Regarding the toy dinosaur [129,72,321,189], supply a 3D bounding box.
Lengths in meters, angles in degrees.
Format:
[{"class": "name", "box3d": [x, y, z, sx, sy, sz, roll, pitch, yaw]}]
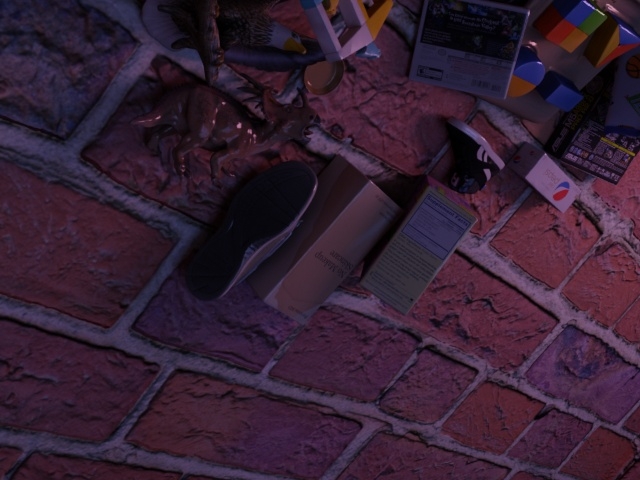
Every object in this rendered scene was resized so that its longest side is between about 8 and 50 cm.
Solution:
[{"class": "toy dinosaur", "box3d": [-0.169, -0.203, 1.286, 0.295, 0.127, 0.200, 17, 107, -32]}]

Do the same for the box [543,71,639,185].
[{"class": "box", "box3d": [0.682, -0.264, 1.862, 0.270, 0.060, 0.216, 13, 113, -40]}]

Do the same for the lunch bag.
[{"class": "lunch bag", "box3d": [0.819, -0.371, 1.714, 0.385, 0.239, 0.328, -5, 108, -51]}]

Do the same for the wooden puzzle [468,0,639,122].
[{"class": "wooden puzzle", "box3d": [0.475, -0.364, 1.534, 0.322, 0.080, 0.348, 11, 138, -42]}]

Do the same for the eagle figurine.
[{"class": "eagle figurine", "box3d": [-0.098, -0.348, 1.208, 0.226, 0.225, 0.298, -29, -170, 41]}]

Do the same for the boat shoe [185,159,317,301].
[{"class": "boat shoe", "box3d": [-0.125, -0.017, 1.467, 0.320, 0.118, 0.103, -51, 171, 5]}]

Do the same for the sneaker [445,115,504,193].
[{"class": "sneaker", "box3d": [0.307, -0.166, 1.661, 0.121, 0.079, 0.217, -51, 136, 6]}]

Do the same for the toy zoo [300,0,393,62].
[{"class": "toy zoo", "box3d": [0.025, -0.410, 1.193, 0.192, 0.030, 0.293, -54, 128, -37]}]

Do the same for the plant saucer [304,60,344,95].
[{"class": "plant saucer", "box3d": [0.004, -0.302, 1.400, 0.083, 0.015, 0.083, -18, 131, -23]}]

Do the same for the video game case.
[{"class": "video game case", "box3d": [0.274, -0.365, 1.452, 0.190, 0.022, 0.173, 14, 122, 7]}]

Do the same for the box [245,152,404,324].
[{"class": "box", "box3d": [0.000, 0.000, 1.545, 0.311, 0.121, 0.148, -49, 135, 6]}]

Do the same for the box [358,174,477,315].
[{"class": "box", "box3d": [0.198, 0.003, 1.605, 0.117, 0.213, 0.243, 35, 103, -1]}]

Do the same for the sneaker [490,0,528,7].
[{"class": "sneaker", "box3d": [0.377, -0.527, 1.436, 0.330, 0.146, 0.122, -43, 166, 31]}]

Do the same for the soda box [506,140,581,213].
[{"class": "soda box", "box3d": [0.532, -0.146, 1.838, 0.216, 0.069, 0.074, 30, 102, -44]}]
